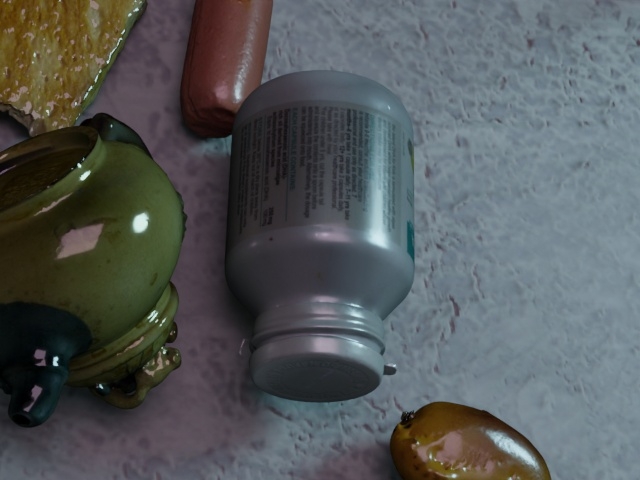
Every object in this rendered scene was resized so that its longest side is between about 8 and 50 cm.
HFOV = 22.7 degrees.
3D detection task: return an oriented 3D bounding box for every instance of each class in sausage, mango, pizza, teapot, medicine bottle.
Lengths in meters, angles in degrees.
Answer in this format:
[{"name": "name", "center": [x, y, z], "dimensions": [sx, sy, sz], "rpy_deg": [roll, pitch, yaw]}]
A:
[{"name": "sausage", "center": [-0.072, -0.153, 1.235], "dimensions": [0.062, 0.062, 0.154], "rpy_deg": [12, 61, -9]}, {"name": "mango", "center": [0.107, 0.159, 1.131], "dimensions": [0.127, 0.063, 0.077], "rpy_deg": [22, 56, -10]}, {"name": "pizza", "center": [-0.220, -0.159, 1.212], "dimensions": [0.181, 0.034, 0.262], "rpy_deg": [3, 63, -14]}, {"name": "teapot", "center": [-0.159, 0.022, 1.081], "dimensions": [0.182, 0.173, 0.269], "rpy_deg": [64, 26, -24]}, {"name": "medicine bottle", "center": [0.000, 0.000, 1.137], "dimensions": [0.135, 0.135, 0.215], "rpy_deg": [7, 63, -12]}]
